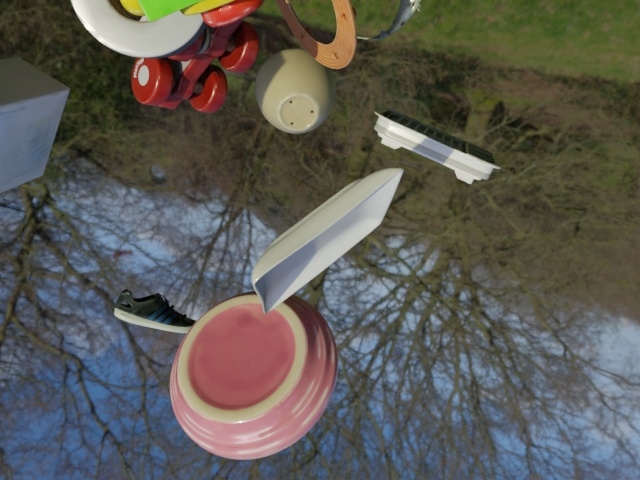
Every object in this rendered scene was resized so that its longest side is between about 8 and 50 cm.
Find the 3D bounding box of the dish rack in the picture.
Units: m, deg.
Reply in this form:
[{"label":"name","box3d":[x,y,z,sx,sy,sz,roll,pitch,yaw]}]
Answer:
[{"label":"dish rack","box3d":[0.288,-0.241,1.542,0.332,0.072,0.285,26,-160,5]}]

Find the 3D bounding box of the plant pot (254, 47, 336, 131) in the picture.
[{"label":"plant pot","box3d":[-0.080,-0.471,2.030,0.283,0.284,0.191,17,-145,-18]}]

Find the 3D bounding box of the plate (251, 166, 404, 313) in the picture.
[{"label":"plate","box3d":[0.000,0.000,0.981,0.045,0.277,0.278,49,168,12]}]

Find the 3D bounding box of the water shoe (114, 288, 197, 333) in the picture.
[{"label":"water shoe","box3d":[-0.374,0.165,1.416,0.203,0.080,0.073,16,177,-28]}]

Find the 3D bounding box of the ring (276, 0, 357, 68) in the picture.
[{"label":"ring","box3d":[-0.020,-0.531,1.304,0.337,0.032,0.337,50,164,21]}]

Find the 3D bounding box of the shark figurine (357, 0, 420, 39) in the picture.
[{"label":"shark figurine","box3d":[0.202,-0.621,1.530,0.116,0.278,0.166,38,-158,33]}]

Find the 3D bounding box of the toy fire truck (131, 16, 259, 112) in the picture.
[{"label":"toy fire truck","box3d":[-0.271,-0.414,1.194,0.169,0.302,0.254,-4,-117,-46]}]

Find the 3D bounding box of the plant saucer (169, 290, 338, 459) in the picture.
[{"label":"plant saucer","box3d":[-0.135,0.229,1.126,0.332,0.332,0.084,19,154,28]}]

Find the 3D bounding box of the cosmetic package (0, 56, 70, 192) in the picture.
[{"label":"cosmetic package","box3d":[-0.644,-0.222,1.197,0.138,0.225,0.224,30,-154,1]}]

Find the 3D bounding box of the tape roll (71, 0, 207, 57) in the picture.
[{"label":"tape roll","box3d":[-0.280,-0.403,0.961,0.219,0.219,0.072,17,-167,-7]}]

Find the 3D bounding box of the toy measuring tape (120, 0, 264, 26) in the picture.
[{"label":"toy measuring tape","box3d":[-0.046,-0.288,0.571,0.329,0.122,0.121,-15,172,17]}]
